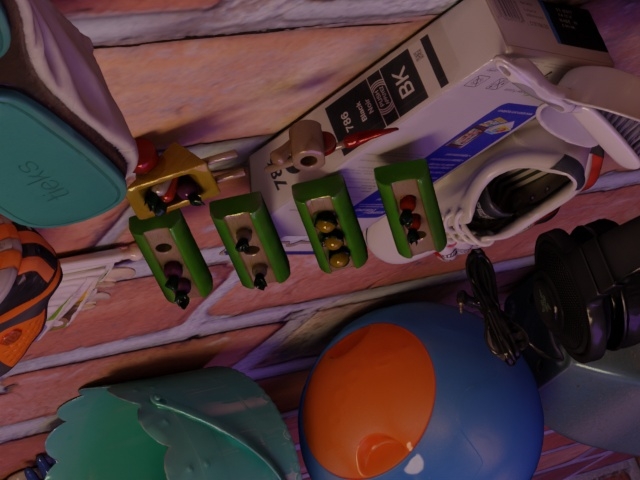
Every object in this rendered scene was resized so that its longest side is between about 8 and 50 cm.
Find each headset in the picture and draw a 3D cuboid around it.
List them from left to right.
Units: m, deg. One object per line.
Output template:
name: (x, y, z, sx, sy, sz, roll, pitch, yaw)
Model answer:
headset: (0.288, 0.018, 1.748, 0.243, 0.185, 0.394, -6, 159, -39)

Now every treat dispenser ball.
treat dispenser ball: (0.118, 0.215, 2.117, 0.288, 0.288, 0.288, -20, 163, -6)

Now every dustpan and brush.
dustpan and brush: (0.206, -0.103, 1.393, 0.147, 0.060, 0.211, 6, 155, 49)

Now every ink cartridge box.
ink cartridge box: (0.066, -0.089, 1.496, 0.333, 0.065, 0.165, -35, 160, 32)

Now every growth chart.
growth chart: (-0.272, 0.067, 1.625, 0.172, 0.021, 0.237, -7, 158, -43)

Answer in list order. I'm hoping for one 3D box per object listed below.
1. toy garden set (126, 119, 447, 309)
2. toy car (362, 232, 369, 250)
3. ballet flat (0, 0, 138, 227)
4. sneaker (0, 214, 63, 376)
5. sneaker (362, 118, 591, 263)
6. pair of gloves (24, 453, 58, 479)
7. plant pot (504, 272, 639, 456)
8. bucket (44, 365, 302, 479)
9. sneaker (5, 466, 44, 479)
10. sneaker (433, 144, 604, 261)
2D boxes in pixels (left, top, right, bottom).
toy garden set: (-0.032, -0.020, 1.434, 0.244, 0.049, 0.204, -11, 145, 6)
toy car: (0.000, 0.000, 1.711, 0.122, 0.060, 0.040, -30, 131, 4)
ballet flat: (-0.202, -0.122, 0.938, 0.139, 0.139, 0.400, -24, 159, 5)
sneaker: (-0.341, 0.090, 1.425, 0.321, 0.124, 0.180, -25, 162, 8)
sneaker: (0.128, -0.037, 1.590, 0.094, 0.091, 0.258, 37, 132, -22)
pair of gloves: (-0.263, 0.313, 2.185, 0.198, 0.159, 0.023, -21, -173, -2)
plant pot: (0.376, 0.122, 2.275, 0.252, 0.247, 0.247, 5, 154, -21)
bucket: (-0.161, 0.276, 2.017, 0.183, 0.281, 0.281, -14, 162, -38)
sneaker: (-0.324, 0.319, 2.260, 0.170, 0.071, 0.068, -6, 157, -45)
sneaker: (0.165, -0.055, 1.682, 0.145, 0.090, 0.270, -21, 166, -13)
